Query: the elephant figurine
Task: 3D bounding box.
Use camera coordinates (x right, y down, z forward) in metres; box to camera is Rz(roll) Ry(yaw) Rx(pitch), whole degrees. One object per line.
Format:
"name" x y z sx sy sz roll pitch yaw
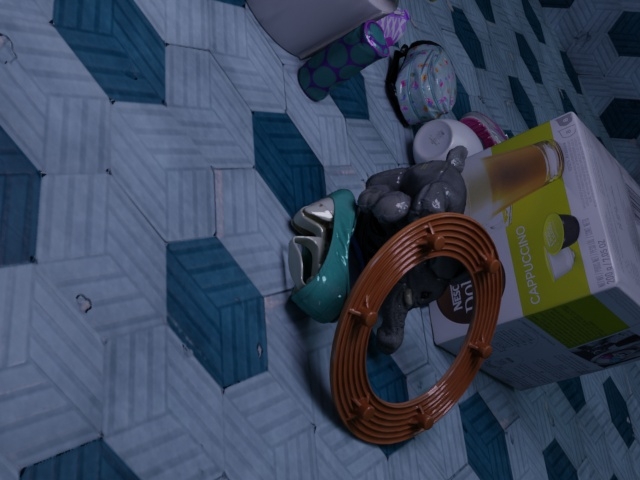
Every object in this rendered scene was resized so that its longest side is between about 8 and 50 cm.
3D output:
"elephant figurine" 0.148 0.016 1.302 0.169 0.186 0.239 -81 157 -61

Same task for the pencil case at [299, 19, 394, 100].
"pencil case" 0.038 -0.284 1.415 0.070 0.152 0.064 10 60 -49

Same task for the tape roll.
"tape roll" -0.005 -0.440 1.437 0.246 0.169 0.246 39 38 -40

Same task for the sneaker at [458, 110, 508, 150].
"sneaker" 0.390 -0.193 2.006 0.252 0.103 0.111 55 32 -23

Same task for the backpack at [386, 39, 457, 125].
"backpack" 0.206 -0.307 1.761 0.152 0.115 0.182 58 32 -21

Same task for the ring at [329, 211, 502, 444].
"ring" 0.145 0.126 1.215 0.337 0.032 0.336 -20 121 -37

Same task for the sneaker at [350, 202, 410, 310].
"sneaker" 0.101 0.025 1.378 0.188 0.078 0.067 66 26 -3

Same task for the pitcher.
"pitcher" 0.252 -0.170 1.755 0.207 0.125 0.177 30 15 -51

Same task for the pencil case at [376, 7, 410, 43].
"pencil case" 0.093 -0.409 1.668 0.206 0.088 0.086 -20 93 -61

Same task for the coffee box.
"coffee box" 0.405 0.039 1.621 0.338 0.334 0.337 30 46 -45

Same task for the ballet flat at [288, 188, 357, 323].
"ballet flat" 0.000 0.000 1.230 0.087 0.083 0.247 33 40 -26
